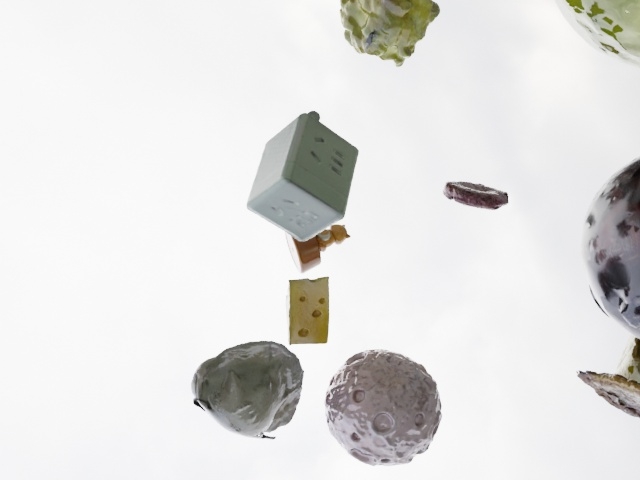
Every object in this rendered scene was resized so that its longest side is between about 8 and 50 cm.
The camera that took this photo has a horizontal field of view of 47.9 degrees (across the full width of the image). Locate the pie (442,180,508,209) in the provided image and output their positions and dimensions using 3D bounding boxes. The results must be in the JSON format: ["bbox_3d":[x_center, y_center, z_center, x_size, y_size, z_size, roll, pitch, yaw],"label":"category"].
[{"bbox_3d":[0.348,-0.103,1.612,0.154,0.038,0.153,8,-161,-3],"label":"pie"}]

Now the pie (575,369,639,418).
[{"bbox_3d":[0.490,0.246,1.132,0.033,0.191,0.088,-38,-77,-16],"label":"pie"}]

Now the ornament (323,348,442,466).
[{"bbox_3d":[0.134,0.370,1.568,0.259,0.259,0.225,31,-123,-3],"label":"ornament"}]

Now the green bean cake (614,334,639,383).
[{"bbox_3d":[0.721,0.260,1.424,0.236,0.124,0.233,25,-140,19],"label":"green bean cake"}]

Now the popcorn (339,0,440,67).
[{"bbox_3d":[0.105,-0.359,1.130,0.173,0.173,0.142,49,-158,17],"label":"popcorn"}]

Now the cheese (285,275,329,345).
[{"bbox_3d":[-0.029,0.134,1.600,0.093,0.171,0.126,-2,-133,-5],"label":"cheese"}]

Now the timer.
[{"bbox_3d":[0.000,0.000,1.822,0.152,0.132,0.132,-18,-122,-10],"label":"timer"}]

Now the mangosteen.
[{"bbox_3d":[0.663,0.013,1.295,0.381,0.381,0.421,45,-149,13],"label":"mangosteen"}]

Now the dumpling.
[{"bbox_3d":[-0.160,0.310,1.549,0.293,0.163,0.204,40,-112,-39],"label":"dumpling"}]

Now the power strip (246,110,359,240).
[{"bbox_3d":[-0.026,-0.135,1.323,0.140,0.139,0.224,31,-128,-23],"label":"power strip"}]

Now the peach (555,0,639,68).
[{"bbox_3d":[0.357,-0.327,0.721,0.282,0.314,0.315,-6,-102,-6],"label":"peach"}]
